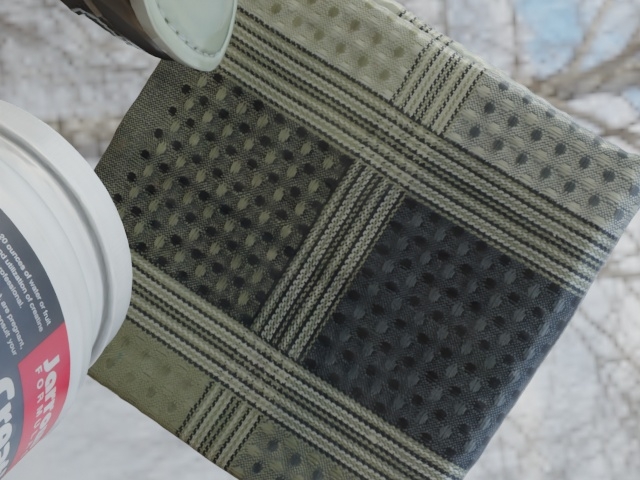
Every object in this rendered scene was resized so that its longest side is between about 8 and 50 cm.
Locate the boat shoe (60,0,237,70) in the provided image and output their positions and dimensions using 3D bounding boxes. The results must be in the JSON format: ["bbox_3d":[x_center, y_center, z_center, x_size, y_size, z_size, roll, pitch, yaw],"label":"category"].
[{"bbox_3d":[-0.094,-0.136,0.633,0.228,0.068,0.081,55,43,-60],"label":"boat shoe"}]

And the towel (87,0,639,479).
[{"bbox_3d":[0.000,0.000,1.077,0.312,0.324,0.056,-57,165,3],"label":"towel"}]

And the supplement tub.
[{"bbox_3d":[-0.230,0.058,0.804,0.272,0.191,0.191,-47,146,-51],"label":"supplement tub"}]
